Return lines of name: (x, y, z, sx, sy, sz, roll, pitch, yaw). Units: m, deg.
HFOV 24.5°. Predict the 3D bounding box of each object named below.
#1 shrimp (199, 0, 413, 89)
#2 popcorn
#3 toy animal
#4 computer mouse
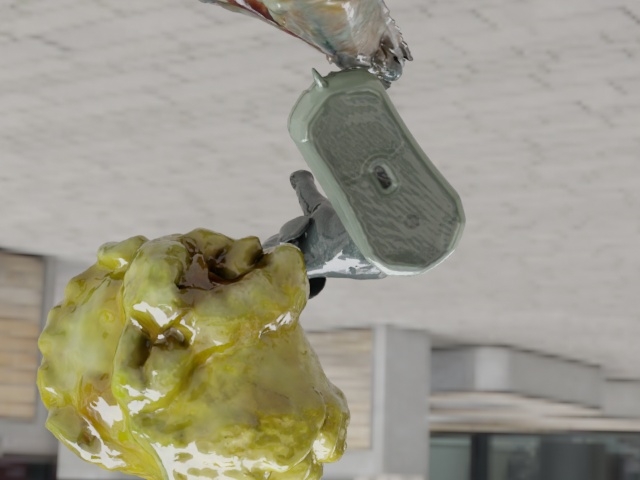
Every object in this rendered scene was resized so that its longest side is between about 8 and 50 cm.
shrimp: (-0.031, -0.183, 1.097, 0.164, 0.062, 0.317, 10, 168, 30)
popcorn: (-0.080, 0.085, 1.041, 0.200, 0.203, 0.226, 22, -173, -43)
toy animal: (-0.003, -0.004, 1.410, 0.269, 0.082, 0.137, -15, -150, 4)
computer mouse: (0.038, -0.056, 1.143, 0.089, 0.181, 0.056, -35, -167, -9)
